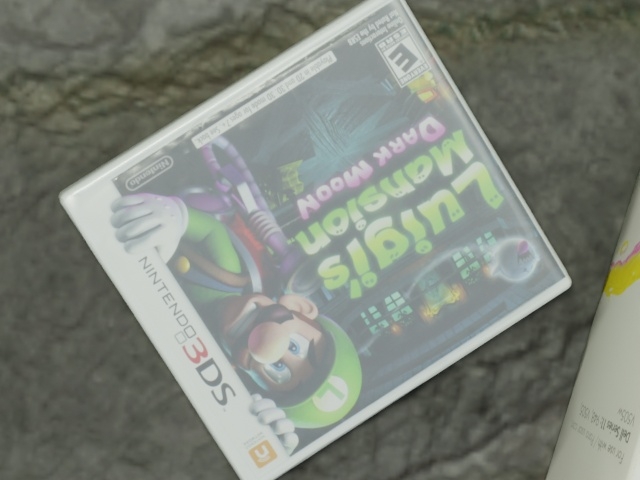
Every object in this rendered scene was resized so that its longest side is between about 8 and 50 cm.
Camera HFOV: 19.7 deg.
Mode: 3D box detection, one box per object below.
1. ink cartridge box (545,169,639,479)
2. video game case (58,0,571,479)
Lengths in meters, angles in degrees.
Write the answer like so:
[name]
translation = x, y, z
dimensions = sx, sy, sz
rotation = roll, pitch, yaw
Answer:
[ink cartridge box]
translation = 0.241, 0.062, 0.884
dimensions = 0.207, 0.119, 0.353
rotation = 17, 92, -11
[video game case]
translation = 0.000, 0.000, 0.887
dimensions = 0.190, 0.022, 0.173
rotation = -33, 101, -5
